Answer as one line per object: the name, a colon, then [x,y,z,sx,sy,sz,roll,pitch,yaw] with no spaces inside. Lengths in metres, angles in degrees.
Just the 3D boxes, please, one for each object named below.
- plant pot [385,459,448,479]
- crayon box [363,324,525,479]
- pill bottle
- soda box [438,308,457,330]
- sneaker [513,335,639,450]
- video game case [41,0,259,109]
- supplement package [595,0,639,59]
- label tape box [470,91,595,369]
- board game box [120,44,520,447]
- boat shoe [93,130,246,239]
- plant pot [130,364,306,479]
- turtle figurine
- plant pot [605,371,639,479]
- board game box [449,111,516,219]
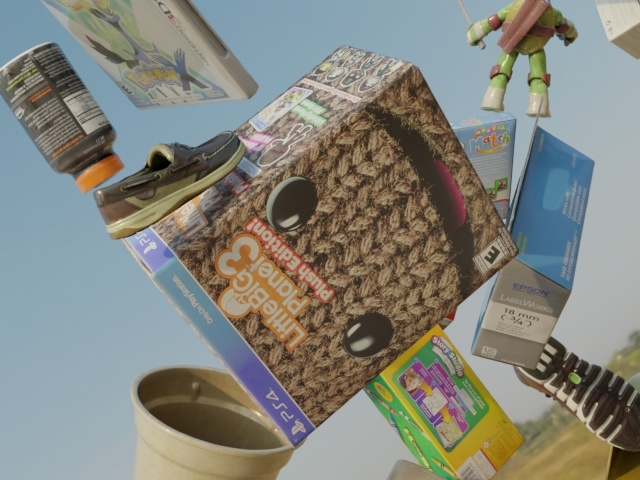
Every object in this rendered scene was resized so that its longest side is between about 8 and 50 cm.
plant pot: [0.176,0.533,1.386,0.280,0.323,0.323,-55,-13,-14]
crayon box: [0.216,0.302,1.662,0.165,0.278,0.081,-37,0,-35]
pill bottle: [-0.435,-0.202,1.594,0.130,0.245,0.130,-32,7,5]
soda box: [0.124,0.077,1.726,0.083,0.263,0.092,117,175,-63]
sneaker: [0.452,0.262,1.668,0.106,0.281,0.162,-49,-5,-9]
video game case: [-0.290,-0.331,1.490,0.329,0.300,0.036,5,53,48]
supplement package: [0.581,-0.411,1.601,0.105,0.105,0.179,16,-35,-43]
label tape box: [0.311,-0.003,1.328,0.333,0.106,0.240,93,-165,-54]
board game box: [0.000,0.000,0.886,0.291,0.232,0.141,-40,29,-8]
boat shoe: [-0.119,-0.057,0.761,0.056,0.049,0.152,-7,27,42]
plant pot: [-0.222,0.441,1.740,0.334,0.334,0.305,-6,-64,-60]
turtle figurine: [0.396,-0.379,1.848,0.198,0.266,0.275,7,3,-27]
plant pot: [0.696,0.372,1.867,0.187,0.212,0.212,-44,-41,-61]
board game box: [0.275,-0.124,1.724,0.160,0.039,0.211,-11,-55,-12]
